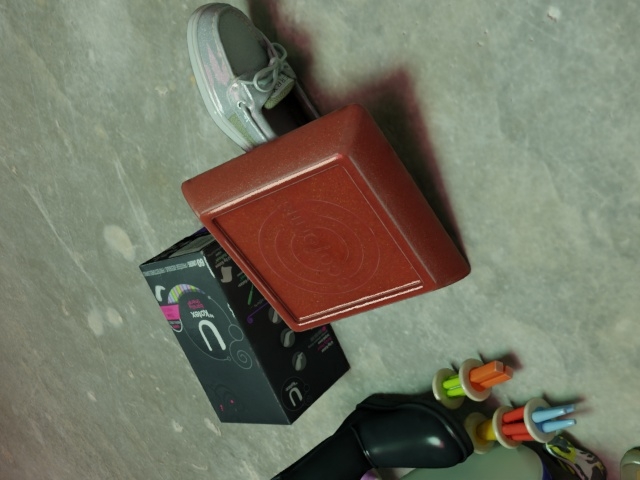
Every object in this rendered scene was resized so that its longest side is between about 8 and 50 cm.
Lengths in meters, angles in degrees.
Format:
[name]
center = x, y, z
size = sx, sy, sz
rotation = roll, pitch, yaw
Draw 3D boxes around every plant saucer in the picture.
[plant saucer]
center = 0.000, 0.000, 0.887
size = 0.259, 0.048, 0.258
rotation = -20, 121, 30

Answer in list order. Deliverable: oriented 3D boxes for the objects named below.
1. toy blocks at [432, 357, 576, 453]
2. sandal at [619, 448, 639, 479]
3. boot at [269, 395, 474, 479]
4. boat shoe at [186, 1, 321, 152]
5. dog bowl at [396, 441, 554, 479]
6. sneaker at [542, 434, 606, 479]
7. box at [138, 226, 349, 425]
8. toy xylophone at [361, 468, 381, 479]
[toy blocks]
center = 0.220, 0.190, 0.915
size = 0.148, 0.054, 0.123
rotation = -31, 94, 48
[sandal]
center = 0.372, 0.320, 0.868
size = 0.072, 0.049, 0.180
rotation = -2, 115, 43
[boot]
center = 0.055, 0.295, 0.982
size = 0.094, 0.207, 0.246
rotation = 58, 153, -11
[boat shoe]
center = -0.039, -0.136, 0.896
size = 0.103, 0.118, 0.320
rotation = -16, 110, 38
[dog bowl]
center = 0.167, 0.357, 0.916
size = 0.265, 0.265, 0.104
rotation = -23, 97, 47
[sneaker]
center = 0.301, 0.262, 0.914
size = 0.083, 0.031, 0.035
rotation = 40, 161, 8
[box]
center = -0.107, 0.112, 1.093
size = 0.165, 0.143, 0.270
rotation = -13, 108, 46
[toy xylophone]
center = 0.074, 0.488, 1.161
size = 0.236, 0.081, 0.323
rotation = -136, 32, -57
